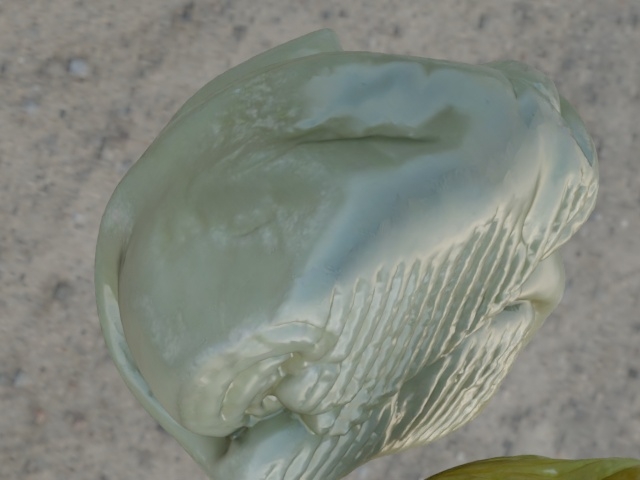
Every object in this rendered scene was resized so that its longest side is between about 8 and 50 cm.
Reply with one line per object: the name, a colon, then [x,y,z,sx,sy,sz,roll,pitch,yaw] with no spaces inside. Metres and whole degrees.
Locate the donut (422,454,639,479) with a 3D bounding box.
donut: [0.155,0.304,1.092,0.170,0.360,0.360,-14,111,-45]

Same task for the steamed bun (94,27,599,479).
steamed bun: [0.000,0.000,1.175,0.368,0.255,0.342,-21,146,-42]
